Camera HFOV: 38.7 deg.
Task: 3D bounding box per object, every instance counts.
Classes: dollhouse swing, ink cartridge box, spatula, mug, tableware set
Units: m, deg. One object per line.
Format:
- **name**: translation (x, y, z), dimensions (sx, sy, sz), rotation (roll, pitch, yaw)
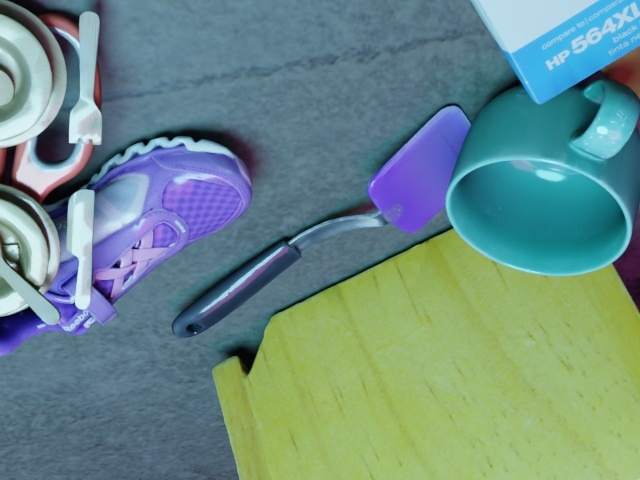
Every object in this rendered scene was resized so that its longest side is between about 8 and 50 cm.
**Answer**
- **dollhouse swing**: translation (0.152, 0.204, 0.827), dimensions (0.347, 0.315, 0.305), rotation (-27, 150, 12)
- **ink cartridge box**: translation (0.084, -0.192, 0.456), dimensions (0.086, 0.148, 0.203), rotation (-29, 137, 15)
- **spatula**: translation (0.000, 0.000, 0.726), dimensions (0.296, 0.030, 0.084), rotation (-31, 139, 16)
- **mug**: translation (0.174, -0.053, 0.647), dimensions (0.158, 0.097, 0.129), rotation (-13, 133, 43)
- **tableware set**: translation (-0.195, -0.042, 0.533), dimensions (0.128, 0.039, 0.194), rotation (2, 105, -10)

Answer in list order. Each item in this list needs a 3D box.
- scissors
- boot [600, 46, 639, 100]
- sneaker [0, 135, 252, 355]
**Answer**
- **scissors**: translation (-0.196, 0.007, 0.576), dimensions (0.109, 0.021, 0.297), rotation (1, 104, -12)
- **boot**: translation (0.266, -0.230, 0.541), dimensions (0.280, 0.096, 0.264), rotation (-18, 133, 24)
- **sneaker**: translation (-0.154, 0.012, 0.635), dimensions (0.236, 0.104, 0.095), rotation (-21, 137, 4)
